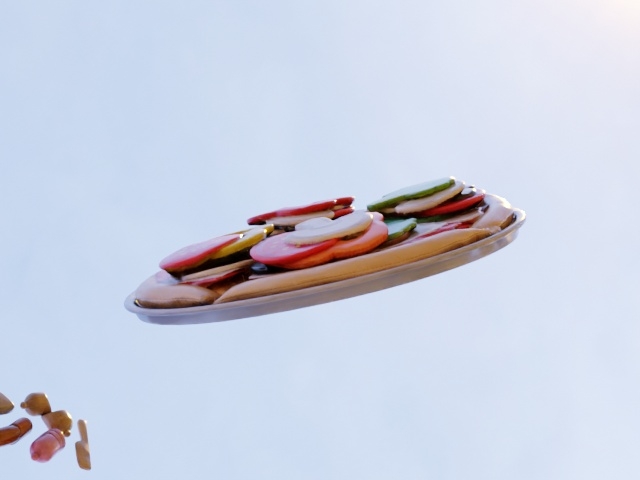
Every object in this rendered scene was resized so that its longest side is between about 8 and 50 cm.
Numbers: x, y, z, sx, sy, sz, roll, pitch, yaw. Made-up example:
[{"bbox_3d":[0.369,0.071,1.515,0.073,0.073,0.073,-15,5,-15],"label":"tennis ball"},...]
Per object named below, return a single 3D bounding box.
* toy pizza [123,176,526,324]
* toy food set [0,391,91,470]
[{"bbox_3d":[0.000,0.000,0.698,0.201,0.201,0.032,-18,-81,-37],"label":"toy pizza"},{"bbox_3d":[-0.230,0.138,1.080,0.122,0.019,0.078,18,-151,-26],"label":"toy food set"}]
